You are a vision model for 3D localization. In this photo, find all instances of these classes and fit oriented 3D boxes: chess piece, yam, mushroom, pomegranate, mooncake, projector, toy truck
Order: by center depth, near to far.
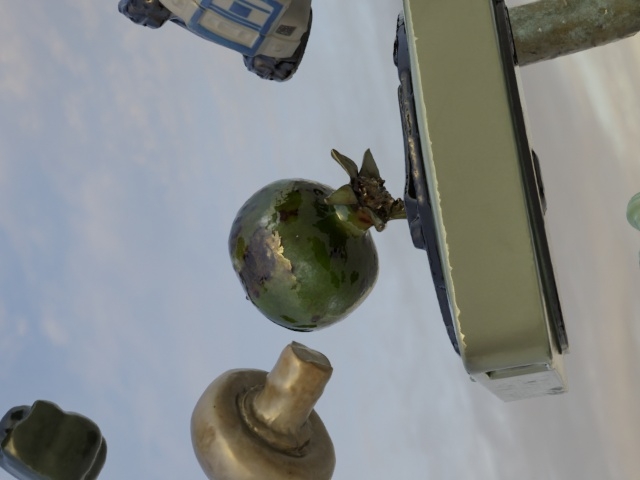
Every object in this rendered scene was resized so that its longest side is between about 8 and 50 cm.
[{"bbox_3d":[0.095,-0.038,0.738,0.257,0.079,0.259,41,-140,-73],"label":"projector"},{"bbox_3d":[-0.060,-0.255,0.999,0.161,0.177,0.213,21,-138,-22],"label":"toy truck"},{"bbox_3d":[-0.006,0.001,1.084,0.148,0.169,0.148,17,-139,-15],"label":"pomegranate"},{"bbox_3d":[0.409,-0.006,1.483,0.067,0.067,0.103,54,-145,-40],"label":"chess piece"},{"bbox_3d":[-0.055,0.240,1.553,0.206,0.209,0.206,54,178,2],"label":"mushroom"},{"bbox_3d":[-0.357,0.264,1.557,0.168,0.175,0.104,45,-119,-47],"label":"mooncake"},{"bbox_3d":[0.300,-0.284,1.628,0.093,0.259,0.093,-14,-90,-79],"label":"yam"}]
